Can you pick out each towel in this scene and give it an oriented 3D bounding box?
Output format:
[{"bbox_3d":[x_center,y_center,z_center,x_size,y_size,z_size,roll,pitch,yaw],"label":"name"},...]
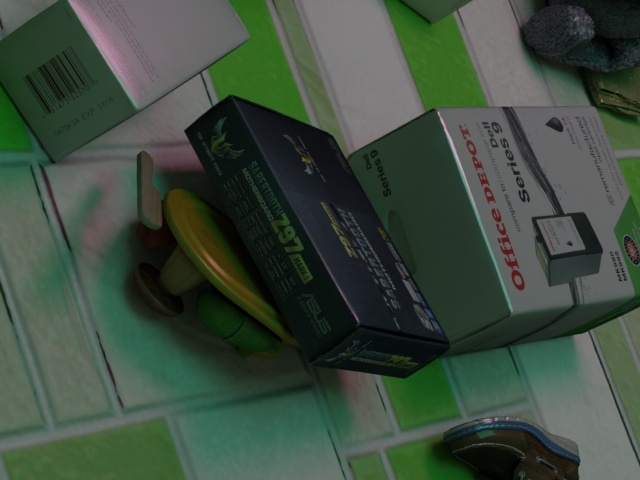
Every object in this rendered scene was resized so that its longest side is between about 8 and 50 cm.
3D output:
[{"bbox_3d":[0.339,-0.215,2.213,0.110,0.027,0.148,14,58,-44],"label":"towel"}]

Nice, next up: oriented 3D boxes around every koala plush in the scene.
[{"bbox_3d":[0.361,-0.309,2.100,0.203,0.221,0.196,14,56,-26],"label":"koala plush"}]

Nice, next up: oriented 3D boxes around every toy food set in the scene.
[{"bbox_3d":[-0.095,0.030,1.508,0.218,0.071,0.128,40,18,-31],"label":"toy food set"}]

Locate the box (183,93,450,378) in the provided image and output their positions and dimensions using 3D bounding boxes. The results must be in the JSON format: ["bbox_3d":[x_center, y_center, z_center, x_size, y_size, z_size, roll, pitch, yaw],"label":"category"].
[{"bbox_3d":[0.000,0.000,1.566,0.183,0.059,0.233,15,42,-61],"label":"box"}]

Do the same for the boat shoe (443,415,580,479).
[{"bbox_3d":[0.183,0.206,1.723,0.183,0.066,0.066,18,56,-44],"label":"boat shoe"}]

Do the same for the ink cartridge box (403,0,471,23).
[{"bbox_3d":[0.101,-0.308,1.929,0.143,0.090,0.092,32,46,-34],"label":"ink cartridge box"}]

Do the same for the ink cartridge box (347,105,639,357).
[{"bbox_3d":[0.183,-0.012,1.814,0.289,0.121,0.211,-6,72,-51],"label":"ink cartridge box"}]

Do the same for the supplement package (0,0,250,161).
[{"bbox_3d":[-0.158,-0.155,1.506,0.105,0.105,0.179,57,37,-7],"label":"supplement package"}]
